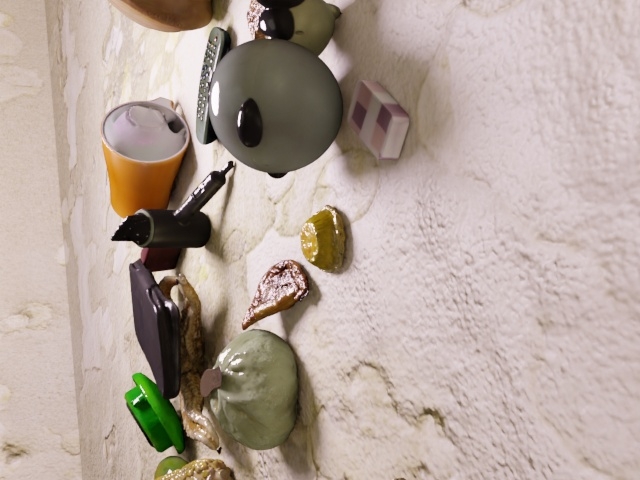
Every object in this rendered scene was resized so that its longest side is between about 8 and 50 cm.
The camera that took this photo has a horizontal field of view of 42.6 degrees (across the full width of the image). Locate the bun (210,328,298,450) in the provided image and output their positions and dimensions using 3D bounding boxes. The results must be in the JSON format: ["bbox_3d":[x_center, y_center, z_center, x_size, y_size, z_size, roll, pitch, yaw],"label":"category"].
[{"bbox_3d":[-0.113,0.239,1.315,0.195,0.118,0.195,-5,85,63],"label":"bun"}]

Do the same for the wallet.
[{"bbox_3d":[-0.344,0.165,1.669,0.377,0.051,0.197,-150,56,-65],"label":"wallet"}]

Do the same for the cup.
[{"bbox_3d":[-0.381,-0.181,1.796,0.264,0.182,0.226,111,179,-50],"label":"cup"}]

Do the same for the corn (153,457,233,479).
[{"bbox_3d":[-0.276,0.494,1.628,0.288,0.087,0.086,-30,64,37],"label":"corn"}]

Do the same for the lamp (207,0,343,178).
[{"bbox_3d":[-0.054,-0.210,1.092,0.198,0.198,0.243,-16,62,63],"label":"lamp"}]

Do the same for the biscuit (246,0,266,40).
[{"bbox_3d":[-0.073,-0.396,1.267,0.199,0.034,0.064,118,141,-47],"label":"biscuit"}]

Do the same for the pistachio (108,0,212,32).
[{"bbox_3d":[-0.325,-0.483,1.527,0.162,0.261,0.212,-57,36,34],"label":"pistachio"}]

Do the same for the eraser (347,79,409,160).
[{"bbox_3d":[0.070,-0.149,1.009,0.105,0.026,0.065,57,138,47],"label":"eraser"}]

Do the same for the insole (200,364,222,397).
[{"bbox_3d":[-0.176,0.225,1.310,0.135,0.002,0.045,143,125,-62],"label":"insole"}]

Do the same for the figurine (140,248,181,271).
[{"bbox_3d":[-0.367,0.007,1.834,0.098,0.082,0.154,65,146,28],"label":"figurine"}]

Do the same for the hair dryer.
[{"bbox_3d":[-0.256,-0.073,1.540,0.248,0.196,0.078,-44,64,31],"label":"hair dryer"}]

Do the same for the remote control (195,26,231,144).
[{"bbox_3d":[-0.202,-0.285,1.530,0.072,0.042,0.221,49,134,51],"label":"remote control"}]

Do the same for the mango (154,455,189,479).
[{"bbox_3d":[-0.304,0.546,1.759,0.191,0.086,0.122,51,129,50],"label":"mango"}]

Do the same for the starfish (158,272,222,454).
[{"bbox_3d":[-0.271,0.218,1.662,0.432,0.083,0.323,-171,81,-71],"label":"starfish"}]

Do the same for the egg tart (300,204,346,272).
[{"bbox_3d":[0.000,0.000,1.151,0.105,0.039,0.105,19,111,62],"label":"egg tart"}]

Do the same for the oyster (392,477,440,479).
[{"bbox_3d":[0.116,0.342,0.905,0.163,0.081,0.191,65,150,30],"label":"oyster"}]

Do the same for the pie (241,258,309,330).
[{"bbox_3d":[-0.065,0.076,1.289,0.191,0.033,0.088,-31,52,47],"label":"pie"}]

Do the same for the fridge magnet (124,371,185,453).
[{"bbox_3d":[-0.370,0.391,1.835,0.208,0.088,0.208,50,161,24],"label":"fridge magnet"}]
